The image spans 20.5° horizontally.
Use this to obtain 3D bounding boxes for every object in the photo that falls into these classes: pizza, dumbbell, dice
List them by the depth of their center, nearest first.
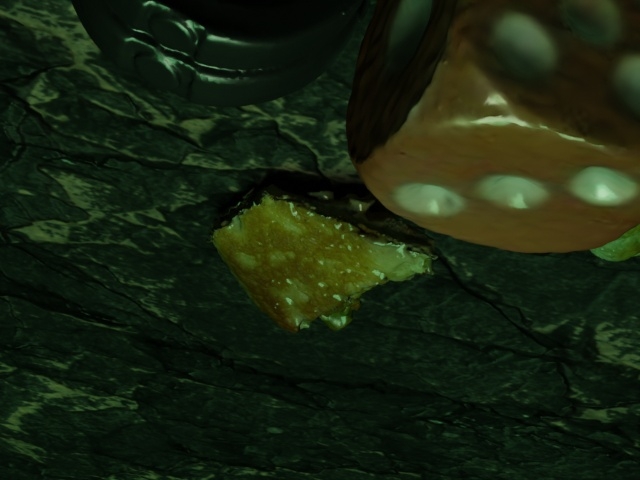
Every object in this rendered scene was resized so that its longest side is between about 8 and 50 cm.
[{"bbox_3d":[-0.025,-0.208,0.922,0.185,0.185,0.388,17,153,-10],"label":"dumbbell"},{"bbox_3d":[0.128,-0.102,1.083,0.179,0.175,0.174,16,154,-17],"label":"dice"},{"bbox_3d":[0.000,0.000,1.471,0.147,0.069,0.226,41,144,-9],"label":"pizza"}]

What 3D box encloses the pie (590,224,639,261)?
[{"bbox_3d":[0.289,-0.046,1.180,0.241,0.054,0.240,-14,163,-5],"label":"pie"}]
